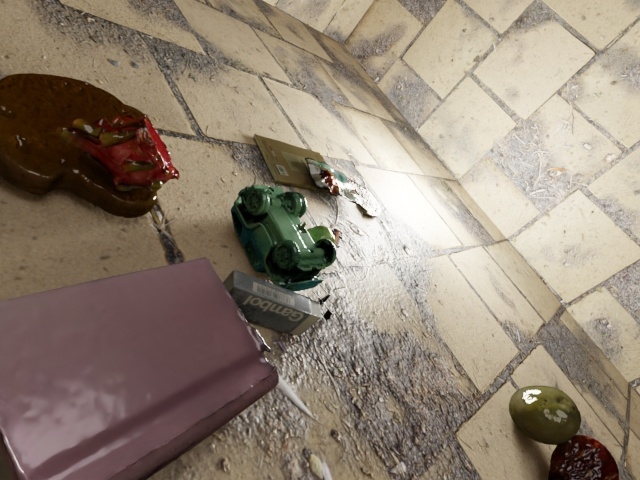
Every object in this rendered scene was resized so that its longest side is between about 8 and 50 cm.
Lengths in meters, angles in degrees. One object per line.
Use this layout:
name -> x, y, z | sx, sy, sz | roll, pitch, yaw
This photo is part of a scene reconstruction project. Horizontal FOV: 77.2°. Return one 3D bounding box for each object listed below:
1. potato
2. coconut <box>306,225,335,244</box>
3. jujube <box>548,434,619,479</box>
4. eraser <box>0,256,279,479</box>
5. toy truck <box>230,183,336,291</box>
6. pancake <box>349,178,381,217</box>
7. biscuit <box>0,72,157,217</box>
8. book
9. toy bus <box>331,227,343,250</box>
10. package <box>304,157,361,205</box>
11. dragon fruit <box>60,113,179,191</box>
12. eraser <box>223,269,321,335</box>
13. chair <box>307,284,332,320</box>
potato -> 0.660, 0.506, 1.181 | 0.235, 0.160, 0.178 | 1, 28, -44
coconut -> 0.000, 0.000, 1.119 | 0.096, 0.088, 0.088 | 1, 51, -41
jujube -> 0.717, 0.642, 1.112 | 0.236, 0.168, 0.168 | -4, 54, -35
eraser -> -0.265, 0.184, 0.576 | 0.272, 0.122, 0.359 | 51, 31, 15
toy truck -> -0.094, -0.008, 0.950 | 0.155, 0.156, 0.279 | -2, 54, -49
pancake -> 0.162, -0.159, 1.544 | 0.184, 0.020, 0.190 | 34, 32, -17
biscuit -> -0.479, -0.196, 0.819 | 0.381, 0.074, 0.359 | 54, 35, 12
book -> -0.071, -0.259, 1.396 | 0.310, 0.021, 0.217 | 5, 48, -46
toy bus -> 0.038, 0.004, 1.205 | 0.043, 0.031, 0.110 | 32, 34, -6
package -> 0.049, -0.213, 1.423 | 0.232, 0.040, 0.166 | 17, 40, -38
dragon fruit -> -0.364, -0.170, 0.750 | 0.208, 0.150, 0.133 | 14, 12, -30
eraser -> -0.107, 0.135, 0.830 | 0.212, 0.092, 0.046 | 25, 36, -28
chair -> 0.008, 0.154, 0.992 | 0.042, 0.037, 0.086 | -20, 63, -43
